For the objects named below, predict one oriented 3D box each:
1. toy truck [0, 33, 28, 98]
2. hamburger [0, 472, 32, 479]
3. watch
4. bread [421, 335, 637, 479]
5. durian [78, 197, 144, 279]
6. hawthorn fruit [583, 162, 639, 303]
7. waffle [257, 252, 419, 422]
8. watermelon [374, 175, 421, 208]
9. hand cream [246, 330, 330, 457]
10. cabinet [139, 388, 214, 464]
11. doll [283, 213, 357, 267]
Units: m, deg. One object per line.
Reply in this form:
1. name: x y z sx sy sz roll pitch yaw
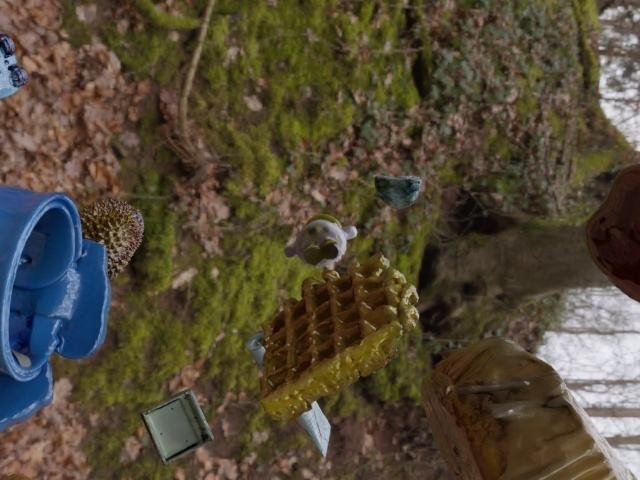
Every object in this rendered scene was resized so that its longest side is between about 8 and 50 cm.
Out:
1. toy truck: -0.371 -0.193 0.737 0.090 0.056 0.073 16 -52 40
2. hamburger: -0.782 0.720 1.636 0.304 0.174 0.284 -3 -134 50
3. watch: -0.413 0.085 0.843 0.274 0.241 0.305 104 -7 -69
4. bread: 0.240 0.257 0.863 0.236 0.183 0.388 56 2 4
5. durian: -0.391 -0.003 1.208 0.168 0.137 0.158 -43 -169 0
6. hawthorn fruit: 0.472 0.012 0.861 0.248 0.208 0.208 -113 -156 -49
7. waffle: 0.020 0.103 0.884 0.057 0.229 0.219 51 13 -25
8. watermelon: 0.144 -0.098 1.196 0.061 0.085 0.085 -77 177 -48
9. hand cream: -0.050 0.318 1.393 0.331 0.058 0.085 58 24 -30
10. cabinet: -0.386 0.494 1.806 0.145 0.150 0.206 65 -20 5
11. doll: 0.000 0.000 1.155 0.207 0.129 0.081 -85 157 -81
